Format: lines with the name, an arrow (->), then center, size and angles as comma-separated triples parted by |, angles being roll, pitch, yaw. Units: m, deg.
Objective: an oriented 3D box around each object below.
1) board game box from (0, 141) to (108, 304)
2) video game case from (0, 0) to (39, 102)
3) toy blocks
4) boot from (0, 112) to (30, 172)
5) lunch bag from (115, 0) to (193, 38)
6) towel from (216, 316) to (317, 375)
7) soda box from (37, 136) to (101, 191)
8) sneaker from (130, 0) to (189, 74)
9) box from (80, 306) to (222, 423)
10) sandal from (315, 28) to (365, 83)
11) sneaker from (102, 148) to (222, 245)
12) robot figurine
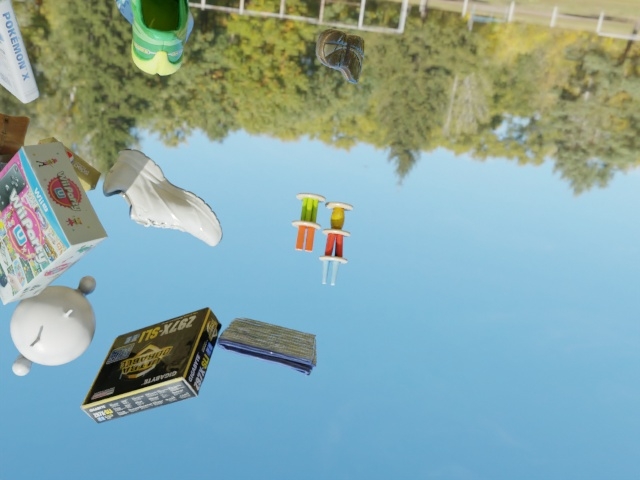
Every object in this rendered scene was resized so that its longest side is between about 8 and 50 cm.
board game box -> -0.595, -0.031, 1.409 | 0.303, 0.223, 0.098 | -32, 173, 35
video game case -> -0.598, -0.420, 1.104 | 0.329, 0.299, 0.036 | 38, -121, 19
toy blocks -> 0.000, 0.000, 1.213 | 0.123, 0.148, 0.054 | 14, 169, -40
boot -> -0.997, -0.312, 2.010 | 0.264, 0.096, 0.280 | 4, -137, -26
lunch bag -> -0.434, -0.605, 1.775 | 0.090, 0.219, 0.176 | -39, -178, -32
towel -> -0.127, 0.263, 1.749 | 0.244, 0.040, 0.336 | 15, -177, 0
soda box -> -0.698, -0.207, 1.886 | 0.061, 0.058, 0.181 | -7, 148, 31
sneaker -> -0.251, -0.411, 1.083 | 0.110, 0.295, 0.123 | -3, 163, -23
box -> -0.431, 0.321, 1.772 | 0.322, 0.079, 0.257 | -19, -150, 21
sandal -> 0.033, -0.360, 1.319 | 0.060, 0.089, 0.219 | 19, -167, 22
sneaker -> -0.354, -0.073, 1.533 | 0.297, 0.129, 0.111 | 37, 158, -13
robot figurine -> -0.688, 0.215, 1.776 | 0.200, 0.299, 0.353 | 35, 167, -13
